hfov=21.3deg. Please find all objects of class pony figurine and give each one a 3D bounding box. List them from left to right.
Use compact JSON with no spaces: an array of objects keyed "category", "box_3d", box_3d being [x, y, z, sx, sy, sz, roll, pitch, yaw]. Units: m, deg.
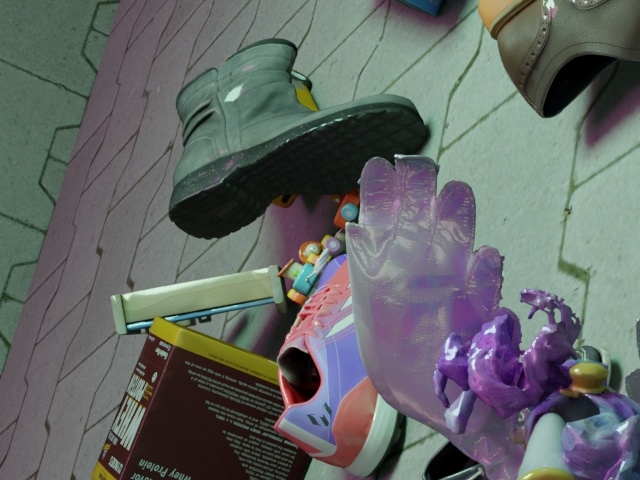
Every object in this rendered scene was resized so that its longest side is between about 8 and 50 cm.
[{"category":"pony figurine","box_3d":[0.158,0.133,1.072,0.363,0.303,0.351,-79,-8,-71]}]

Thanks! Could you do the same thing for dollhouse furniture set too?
[{"category":"dollhouse furniture set","box_3d":[-0.118,0.199,2.067,0.286,0.198,0.303,61,-160,-87]}]

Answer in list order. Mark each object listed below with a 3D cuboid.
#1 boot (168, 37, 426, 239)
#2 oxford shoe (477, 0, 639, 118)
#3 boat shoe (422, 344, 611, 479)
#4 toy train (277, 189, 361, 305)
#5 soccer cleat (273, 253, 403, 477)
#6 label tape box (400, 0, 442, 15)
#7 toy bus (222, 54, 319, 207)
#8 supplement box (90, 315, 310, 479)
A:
[{"category":"boot","box_3d":[-0.039,-0.155,1.975,0.338,0.118,0.222,-18,49,23]},{"category":"oxford shoe","box_3d":[0.290,-0.225,1.413,0.364,0.130,0.132,-35,69,47]},{"category":"boat shoe","box_3d":[0.155,0.151,1.364,0.206,0.065,0.075,-52,23,37]},{"category":"toy train","box_3d":[0.000,0.000,1.930,0.166,0.046,0.125,-56,-7,-51]},{"category":"soccer cleat","box_3d":[0.011,0.105,1.733,0.108,0.116,0.318,-57,20,31]},{"category":"label tape box","box_3d":[0.129,-0.397,2.020,0.240,0.106,0.333,-64,19,7]},{"category":"toy bus","box_3d":[-0.075,-0.156,2.257,0.108,0.130,0.332,-61,19,16]},{"category":"supplement box","box_3d":[-0.118,0.210,1.849,0.194,0.191,0.129,-69,18,-3]}]
